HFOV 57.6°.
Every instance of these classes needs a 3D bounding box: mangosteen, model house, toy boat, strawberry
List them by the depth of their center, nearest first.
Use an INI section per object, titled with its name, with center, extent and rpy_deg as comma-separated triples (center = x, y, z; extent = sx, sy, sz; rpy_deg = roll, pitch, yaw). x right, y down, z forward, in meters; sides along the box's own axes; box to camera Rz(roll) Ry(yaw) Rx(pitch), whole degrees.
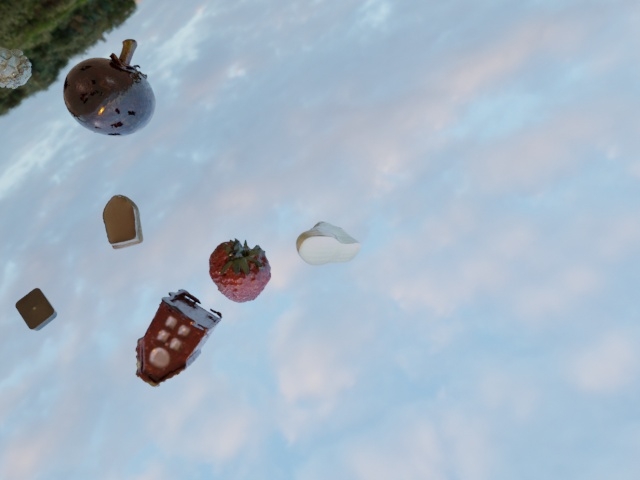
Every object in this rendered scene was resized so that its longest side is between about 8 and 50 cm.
[strawberry]
center = -0.174, 0.070, 1.198
extent = 0.148, 0.131, 0.131
rpy_deg = -56, -154, 30
[mangosteen]
center = -0.541, -0.406, 1.535
extent = 0.261, 0.235, 0.235
rpy_deg = -63, -147, 14
[model house]
center = -0.411, 0.290, 1.632
extent = 0.254, 0.160, 0.196
rpy_deg = -61, 180, 5
[toy boat]
center = -0.674, -0.072, 1.975
extent = 0.116, 0.061, 0.188
rpy_deg = -14, -100, -2

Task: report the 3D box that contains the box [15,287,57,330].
[box]
center = -0.874, 0.214, 1.796
extent = 0.091, 0.031, 0.126
rpy_deg = -42, -117, -14

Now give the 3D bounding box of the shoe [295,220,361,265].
[shoe]
center = 0.000, 0.000, 1.521
extent = 0.110, 0.265, 0.095
rpy_deg = 45, -72, 30

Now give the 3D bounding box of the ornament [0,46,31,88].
[ornament]
center = -0.993, -0.525, 1.686
extent = 0.130, 0.285, 0.120
rpy_deg = 35, -70, 55
